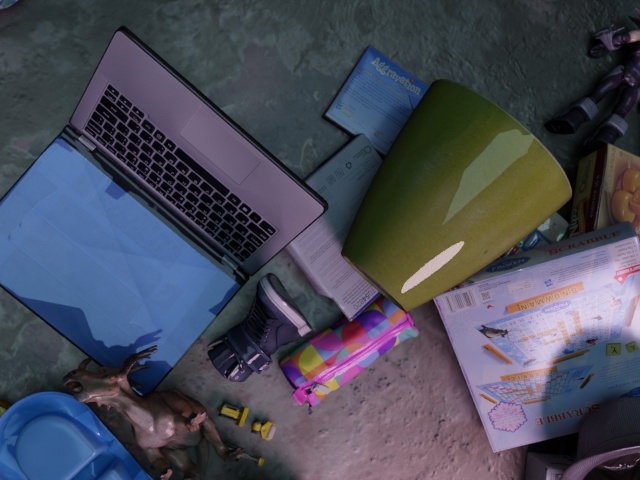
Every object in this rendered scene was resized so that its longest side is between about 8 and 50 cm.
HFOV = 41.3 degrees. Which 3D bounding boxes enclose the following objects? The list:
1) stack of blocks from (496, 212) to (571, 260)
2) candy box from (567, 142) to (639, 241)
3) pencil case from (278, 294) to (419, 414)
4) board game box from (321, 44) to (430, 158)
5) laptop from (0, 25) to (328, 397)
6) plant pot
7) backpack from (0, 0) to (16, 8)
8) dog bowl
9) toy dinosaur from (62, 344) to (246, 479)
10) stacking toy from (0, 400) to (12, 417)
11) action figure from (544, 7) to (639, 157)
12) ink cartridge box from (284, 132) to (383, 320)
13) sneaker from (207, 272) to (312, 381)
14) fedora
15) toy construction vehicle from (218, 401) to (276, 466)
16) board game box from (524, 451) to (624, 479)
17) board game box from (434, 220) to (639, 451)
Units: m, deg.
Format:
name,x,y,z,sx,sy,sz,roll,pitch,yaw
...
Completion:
name,x,y,z,sx,sy,sz,roll,pitch,yaw
stack of blocks,0.398,0.079,1.445,0.297,0.087,0.171,41,83,-7
candy box,0.574,-0.015,1.413,0.317,0.087,0.182,20,68,-12
pencil case,0.045,0.177,1.381,0.236,0.104,0.104,-36,96,-9
board game box,0.158,-0.191,1.435,0.281,0.027,0.145,33,86,-8
laptop,-0.275,-0.019,1.264,0.382,0.408,0.236,40,51,-8
plant pot,0.178,-0.042,1.292,0.275,0.275,0.293,42,87,-7
backpack,-0.514,-0.510,1.228,0.290,0.273,0.355,9,67,-12
dog bowl,-0.352,0.354,1.259,0.166,0.074,0.297,-42,89,-5
toy dinosaur,-0.236,0.265,1.298,0.127,0.295,0.200,-43,55,-5
stacking toy,-0.453,0.372,1.320,0.221,0.052,0.167,32,85,-9
action figure,0.526,-0.275,1.467,0.185,0.099,0.285,44,80,0
ink cartridge box,0.050,-0.022,1.379,0.223,0.045,0.224,-41,102,-21
sneaker,-0.104,0.140,1.300,0.163,0.226,0.086,-32,67,-4
fedora,0.483,0.330,1.312,0.244,0.124,0.275,-8,136,9
toy construction vehicle,-0.128,0.317,1.387,0.098,0.035,0.085,20,76,-12
board game box,0.502,0.496,1.459,0.304,0.097,0.223,7,90,-8
board game box,0.379,0.162,1.353,0.319,0.066,0.317,-17,110,15
